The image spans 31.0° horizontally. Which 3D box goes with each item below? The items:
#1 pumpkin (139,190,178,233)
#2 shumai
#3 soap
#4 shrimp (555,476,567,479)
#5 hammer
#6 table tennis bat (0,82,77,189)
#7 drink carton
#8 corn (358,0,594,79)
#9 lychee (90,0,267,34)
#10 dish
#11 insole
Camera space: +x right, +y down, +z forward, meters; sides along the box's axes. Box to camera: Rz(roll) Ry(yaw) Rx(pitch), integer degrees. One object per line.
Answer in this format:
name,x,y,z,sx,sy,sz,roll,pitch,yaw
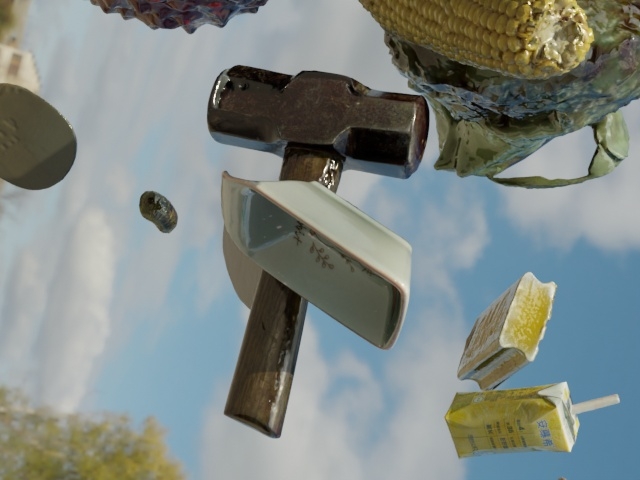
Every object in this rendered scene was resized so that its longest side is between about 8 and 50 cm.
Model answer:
pumpkin,-0.256,-0.047,1.873,0.028,0.083,0.050,-7,-131,41
shumai,0.231,-0.218,1.433,0.348,0.395,0.395,91,-4,-47
soap,0.361,0.184,2.249,0.173,0.089,0.274,-64,-179,-23
shrimp,0.322,0.382,1.606,0.059,0.023,0.108,160,-48,-75
hammer,-0.033,0.010,1.269,0.095,0.242,0.409,55,46,-72
table tennis bat,-0.426,-0.158,1.506,0.131,0.234,0.022,-51,-168,22
drink carton,0.256,0.216,1.391,0.200,0.084,0.074,-10,-161,29
corn,0.124,-0.206,1.024,0.293,0.106,0.106,41,-66,55
lychee,-0.170,-0.488,1.505,0.424,0.500,0.424,21,-60,41
dish,0.000,0.000,1.155,0.064,0.234,0.154,-51,166,-25
insole,-0.079,0.048,1.420,0.328,0.007,0.111,-124,-142,-57
